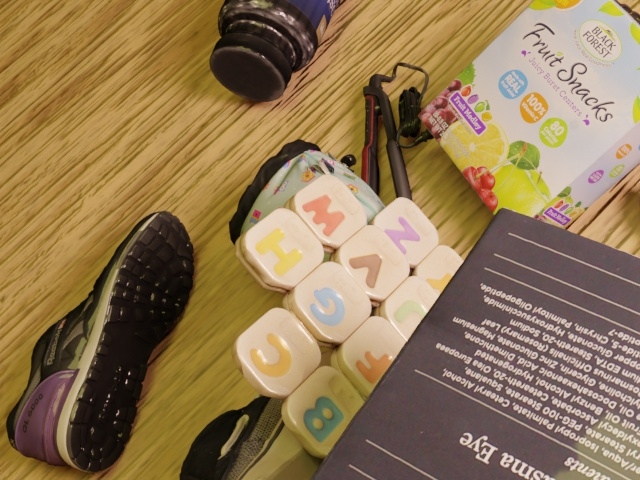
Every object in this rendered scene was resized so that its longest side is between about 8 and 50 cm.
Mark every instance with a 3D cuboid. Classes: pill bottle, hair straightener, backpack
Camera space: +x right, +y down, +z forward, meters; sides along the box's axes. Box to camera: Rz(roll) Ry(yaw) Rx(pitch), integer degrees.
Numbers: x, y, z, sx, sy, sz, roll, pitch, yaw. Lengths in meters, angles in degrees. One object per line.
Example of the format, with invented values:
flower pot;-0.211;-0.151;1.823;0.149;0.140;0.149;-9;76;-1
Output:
pill bottle;-0.048;-0.276;1.214;0.123;0.123;0.219;6;59;27
hair straightener;0.089;-0.107;1.089;0.089;0.047;0.230;-10;48;16
backpack;0.000;0.000;0.971;0.182;0.115;0.152;42;106;40

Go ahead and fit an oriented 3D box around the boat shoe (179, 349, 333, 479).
boat shoe;-0.050;0.215;0.778;0.158;0.127;0.340;-31;9;25

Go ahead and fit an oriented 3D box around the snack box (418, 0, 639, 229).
snack box;0.220;-0.124;0.961;0.207;0.070;0.174;-44;55;17

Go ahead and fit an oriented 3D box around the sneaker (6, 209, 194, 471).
sneaker;-0.232;0.088;1.043;0.124;0.107;0.283;2;57;32

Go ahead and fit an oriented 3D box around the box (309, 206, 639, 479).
box;0.132;0.215;0.628;0.179;0.343;0.312;24;67;34

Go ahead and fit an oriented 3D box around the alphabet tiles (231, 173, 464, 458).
alphabet tiles;0.061;0.078;0.825;0.021;0.284;0.278;-41;-2;43

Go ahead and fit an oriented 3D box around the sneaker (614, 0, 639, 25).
sneaker;0.324;-0.197;1.019;0.222;0.083;0.118;3;57;27
